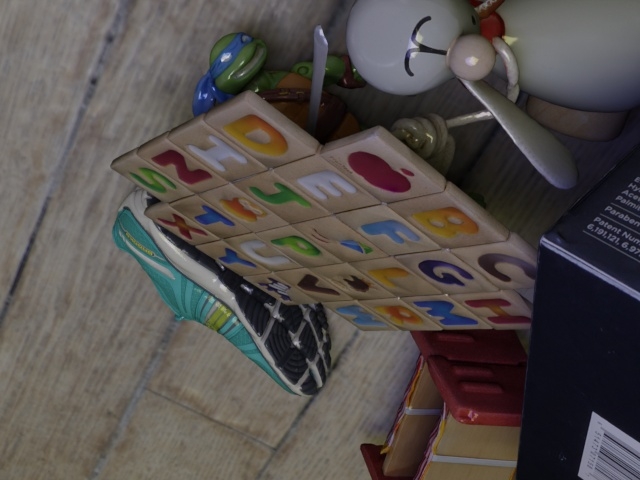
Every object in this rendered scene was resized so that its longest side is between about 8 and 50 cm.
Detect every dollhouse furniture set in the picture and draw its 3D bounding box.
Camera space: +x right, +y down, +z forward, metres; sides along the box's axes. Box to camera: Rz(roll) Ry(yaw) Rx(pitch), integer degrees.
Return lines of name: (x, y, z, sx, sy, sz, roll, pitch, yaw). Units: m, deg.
dollhouse furniture set: (0.251, 0.211, 0.858, 0.374, 0.152, 0.201, 8, 120, -16)

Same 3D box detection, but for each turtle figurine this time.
turtle figurine: (0.044, -0.083, 0.675, 0.275, 0.197, 0.266, -31, 116, 27)

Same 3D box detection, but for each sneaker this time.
sneaker: (-0.095, 0.052, 0.838, 0.275, 0.107, 0.110, 47, 133, -12)

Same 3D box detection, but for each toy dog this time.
toy dog: (0.180, -0.123, 0.571, 0.161, 0.334, 0.220, 30, 141, 36)

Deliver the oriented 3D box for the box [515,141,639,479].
box: (0.306, 0.055, 0.576, 0.179, 0.312, 0.343, 34, 153, 32)

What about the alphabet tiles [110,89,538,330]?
alphabet tiles: (0.000, 0.000, 0.631, 0.285, 0.011, 0.343, 35, 156, -26)
